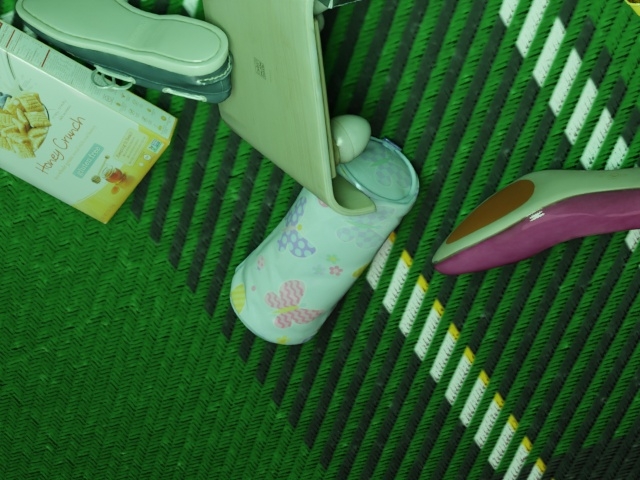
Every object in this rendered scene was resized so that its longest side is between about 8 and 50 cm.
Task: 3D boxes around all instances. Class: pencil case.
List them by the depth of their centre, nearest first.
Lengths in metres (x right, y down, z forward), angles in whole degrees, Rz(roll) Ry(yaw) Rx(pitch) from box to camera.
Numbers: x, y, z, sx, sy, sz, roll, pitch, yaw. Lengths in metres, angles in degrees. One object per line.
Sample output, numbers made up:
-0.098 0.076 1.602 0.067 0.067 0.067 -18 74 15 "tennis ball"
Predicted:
0.000 0.000 1.896 0.124 0.113 0.273 31 126 -5 "pencil case"

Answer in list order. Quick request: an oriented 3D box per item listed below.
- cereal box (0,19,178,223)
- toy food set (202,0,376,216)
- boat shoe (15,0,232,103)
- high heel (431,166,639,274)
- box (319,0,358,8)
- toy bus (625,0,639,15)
-0.302 -0.131 1.839 0.240 0.047 0.173 28 136 -15 "cereal box"
-0.025 -0.194 1.706 0.092 0.220 0.306 -25 130 -23 "toy food set"
-0.207 -0.208 1.760 0.255 0.095 0.079 15 143 17 "boat shoe"
0.317 -0.006 1.827 0.377 0.127 0.181 -26 109 22 "high heel"
0.129 -0.367 1.489 0.322 0.079 0.257 -21 139 -32 "box"
0.420 -0.265 1.618 0.220 0.149 0.211 -27 132 23 "toy bus"
